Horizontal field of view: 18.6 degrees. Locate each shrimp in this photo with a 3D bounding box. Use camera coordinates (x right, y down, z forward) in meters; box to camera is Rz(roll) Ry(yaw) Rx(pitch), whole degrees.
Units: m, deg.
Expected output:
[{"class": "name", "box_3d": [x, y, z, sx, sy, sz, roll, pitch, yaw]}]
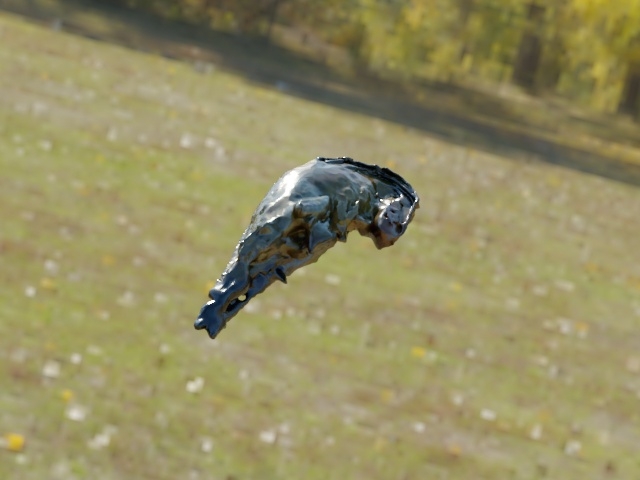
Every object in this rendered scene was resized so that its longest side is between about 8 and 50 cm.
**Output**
[{"class": "shrimp", "box_3d": [-0.008, -0.005, 1.527, 0.117, 0.066, 0.262, 6, 33, 21]}]
